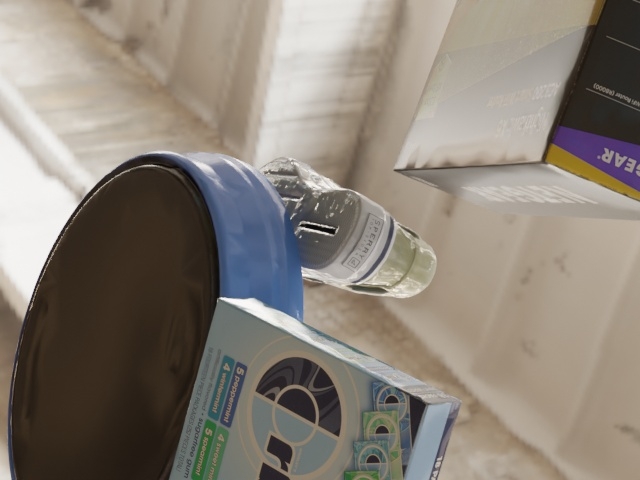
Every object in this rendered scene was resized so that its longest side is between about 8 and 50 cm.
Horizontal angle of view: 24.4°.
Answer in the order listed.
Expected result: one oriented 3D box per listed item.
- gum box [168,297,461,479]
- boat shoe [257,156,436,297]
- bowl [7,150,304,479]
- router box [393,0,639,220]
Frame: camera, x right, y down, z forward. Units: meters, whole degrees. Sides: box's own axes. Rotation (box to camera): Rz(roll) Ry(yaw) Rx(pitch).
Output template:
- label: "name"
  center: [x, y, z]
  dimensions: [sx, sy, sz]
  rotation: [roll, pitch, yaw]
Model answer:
- label: "gum box"
  center: [-0.012, 0.141, 0.955]
  dimensions: [0.184, 0.041, 0.157]
  rotation: [24, -77, 37]
- label: "boat shoe"
  center: [0.000, 0.000, 1.317]
  dimensions: [0.109, 0.094, 0.302]
  rotation: [-58, -157, -2]
- label: "bowl"
  center: [-0.161, 0.106, 1.298]
  dimensions: [0.391, 0.077, 0.391]
  rotation: [-27, -125, 47]
- label: "router box"
  center: [0.148, -0.137, 0.802]
  dimensions: [0.309, 0.081, 0.243]
  rotation: [-172, -77, -80]
